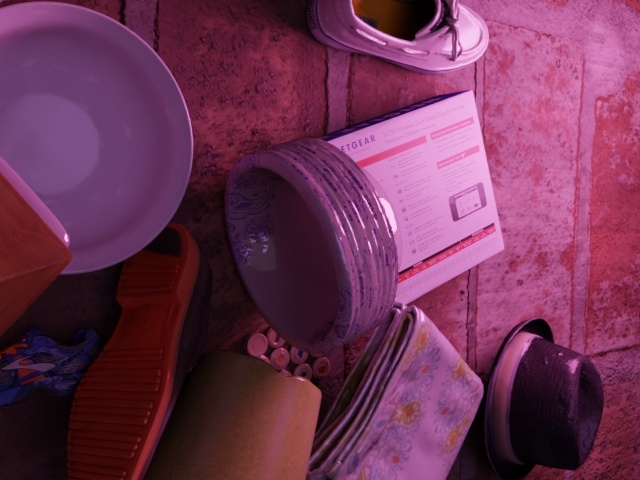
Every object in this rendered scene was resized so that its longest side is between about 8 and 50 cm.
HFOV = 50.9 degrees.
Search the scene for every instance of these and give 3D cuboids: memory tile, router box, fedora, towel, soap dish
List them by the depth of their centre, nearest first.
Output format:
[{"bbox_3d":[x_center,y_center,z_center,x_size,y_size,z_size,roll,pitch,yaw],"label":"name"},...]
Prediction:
[{"bbox_3d":[-0.400,0.020,0.631,0.229,0.291,0.118,49,26,-3],"label":"soap dish"},{"bbox_3d":[-0.050,0.184,1.068,0.148,0.012,0.113,-13,101,-32],"label":"memory tile"},{"bbox_3d":[0.140,0.314,1.116,0.320,0.090,0.374,-57,137,-15],"label":"towel"},{"bbox_3d":[0.150,-0.066,1.141,0.335,0.082,0.301,-23,107,-31],"label":"router box"},{"bbox_3d":[0.447,0.323,1.303,0.334,0.152,0.334,-8,101,-45],"label":"fedora"}]

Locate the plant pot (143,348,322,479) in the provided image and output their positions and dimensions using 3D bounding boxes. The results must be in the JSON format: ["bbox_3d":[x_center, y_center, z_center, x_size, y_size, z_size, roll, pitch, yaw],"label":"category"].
[{"bbox_3d":[-0.119,0.294,0.902,0.276,0.276,0.254,35,64,-31],"label":"plant pot"}]

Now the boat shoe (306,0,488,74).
[{"bbox_3d":[0.170,-0.357,1.086,0.367,0.156,0.135,2,93,-34],"label":"boat shoe"}]

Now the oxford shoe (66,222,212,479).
[{"bbox_3d":[-0.204,0.163,0.851,0.133,0.130,0.363,54,43,-54],"label":"oxford shoe"}]

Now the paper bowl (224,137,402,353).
[{"bbox_3d":[0.000,0.000,0.922,0.148,0.284,0.284,-20,105,-32],"label":"paper bowl"}]

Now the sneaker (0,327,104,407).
[{"bbox_3d":[-0.367,0.151,0.819,0.221,0.083,0.087,0,87,-43],"label":"sneaker"}]

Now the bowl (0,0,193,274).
[{"bbox_3d":[-0.313,-0.114,0.792,0.298,0.134,0.298,-3,96,-35],"label":"bowl"}]
